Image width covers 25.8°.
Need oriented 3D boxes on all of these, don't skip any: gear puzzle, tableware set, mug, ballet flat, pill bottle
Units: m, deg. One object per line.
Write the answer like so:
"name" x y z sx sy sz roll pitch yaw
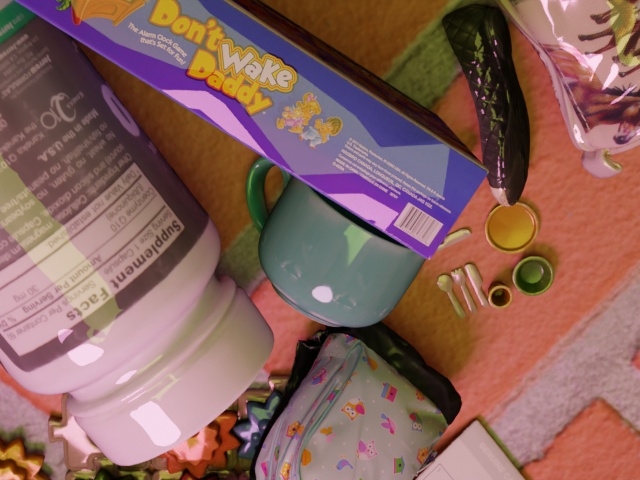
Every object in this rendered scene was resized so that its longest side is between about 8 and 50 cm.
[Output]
"gear puzzle" -0.161 0.209 1.258 0.338 0.044 0.176 0 108 -3
"tableware set" 0.137 -0.008 1.212 0.104 0.024 0.154 -24 107 5
"mug" 0.009 0.004 1.167 0.129 0.158 0.097 19 111 -33
"ballet flat" 0.142 -0.113 1.172 0.049 0.057 0.173 -3 106 33
"pill bottle" -0.208 -0.011 1.101 0.204 0.204 0.361 -34 106 8

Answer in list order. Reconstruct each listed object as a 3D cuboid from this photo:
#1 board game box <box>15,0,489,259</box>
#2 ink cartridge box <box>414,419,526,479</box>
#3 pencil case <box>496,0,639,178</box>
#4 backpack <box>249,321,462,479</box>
"board game box" -0.056 -0.134 1.051 0.347 0.233 0.078 32 100 -12
"ink cartridge box" 0.127 0.338 1.308 0.239 0.060 0.275 -43 106 -14
"pencil case" 0.165 -0.250 1.062 0.183 0.160 0.410 -37 106 0
"backpack" 0.024 0.166 1.188 0.152 0.115 0.182 41 70 -10
